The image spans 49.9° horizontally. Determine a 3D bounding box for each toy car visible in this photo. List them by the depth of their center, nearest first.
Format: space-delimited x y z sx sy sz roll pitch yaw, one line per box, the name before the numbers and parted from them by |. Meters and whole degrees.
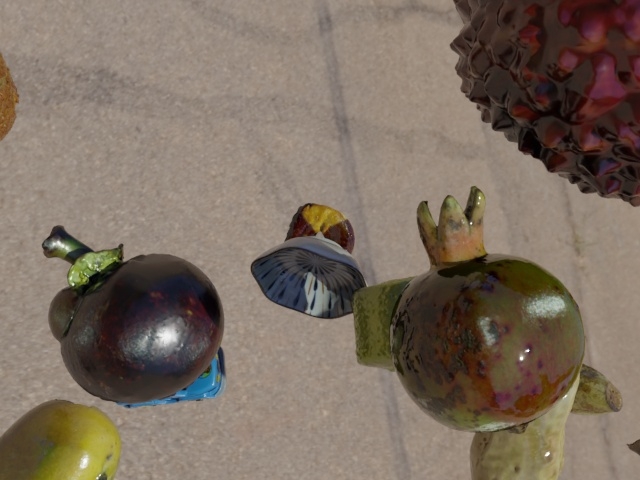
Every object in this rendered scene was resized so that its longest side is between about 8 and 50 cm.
toy car | -0.258 0.221 1.142 0.100 0.191 0.097 79 4 -75

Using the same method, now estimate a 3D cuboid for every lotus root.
lotus root | 0.415 0.251 1.249 0.097 0.258 0.110 -52 122 -17

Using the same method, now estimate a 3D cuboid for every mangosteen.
mangosteen | -0.272 0.091 0.964 0.289 0.231 0.231 55 47 -14

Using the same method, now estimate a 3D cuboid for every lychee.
lychee | 0.391 -0.244 0.776 0.500 0.424 0.424 -5 81 -17

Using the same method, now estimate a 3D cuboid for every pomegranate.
pomegranate | 0.171 0.073 0.697 0.198 0.198 0.246 11 92 -42

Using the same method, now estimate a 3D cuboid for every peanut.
peanut | 0.277 0.235 0.935 0.130 0.130 0.290 -15 117 -46

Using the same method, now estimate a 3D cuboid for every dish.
dish | -0.008 0.044 1.047 0.191 0.191 0.066 39 48 -30

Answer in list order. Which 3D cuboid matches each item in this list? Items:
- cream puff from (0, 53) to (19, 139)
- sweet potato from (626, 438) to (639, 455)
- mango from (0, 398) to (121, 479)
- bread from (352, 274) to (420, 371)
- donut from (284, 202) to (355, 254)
cream puff | -0.777 -0.337 1.498 0.212 0.303 0.303 -34 103 -27
sweet potato | 0.527 0.278 0.874 0.067 0.274 0.067 1 89 -50
mango | -0.582 0.475 1.419 0.182 0.365 0.253 54 13 -61
bread | 0.106 0.106 0.871 0.129 0.111 0.114 -6 77 -18
donut | 0.000 0.000 1.264 0.059 0.140 0.140 -2 79 -63
